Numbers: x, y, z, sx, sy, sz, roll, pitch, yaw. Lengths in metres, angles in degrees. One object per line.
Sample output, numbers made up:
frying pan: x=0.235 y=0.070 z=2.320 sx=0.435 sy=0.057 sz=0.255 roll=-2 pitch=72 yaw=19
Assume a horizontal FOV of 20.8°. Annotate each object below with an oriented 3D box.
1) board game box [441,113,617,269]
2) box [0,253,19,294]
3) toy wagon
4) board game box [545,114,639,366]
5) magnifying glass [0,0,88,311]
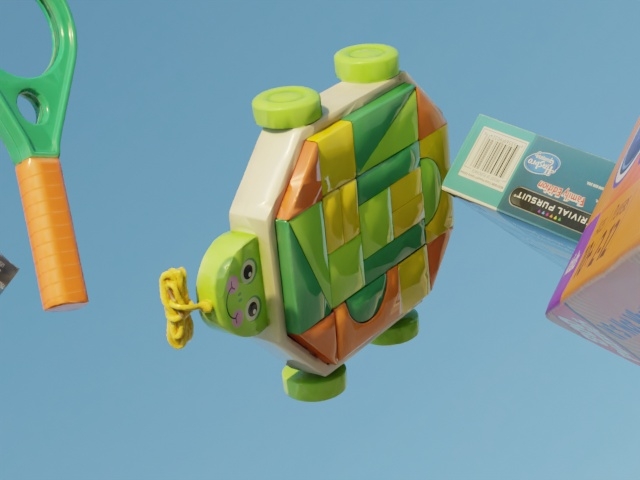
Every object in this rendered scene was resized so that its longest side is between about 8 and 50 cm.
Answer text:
board game box: x=0.302 y=0.022 z=1.525 sx=0.336 sy=0.254 sz=0.079 roll=31 pitch=-93 yaw=-42
box: x=-0.200 y=-0.027 z=0.734 sx=0.027 sy=0.137 sz=0.094 roll=-54 pitch=-25 yaw=-8
toy wagon: x=0.000 y=0.000 z=1.439 sx=0.344 sy=0.068 sz=0.267 roll=-34 pitch=-55 yaw=-48
board game box: x=0.342 y=-0.060 z=0.693 sx=0.356 sy=0.356 sz=0.356 roll=-63 pitch=-4 yaw=-6
magnifying glass: x=-0.177 y=-0.070 z=1.055 sx=0.026 sy=0.231 sz=0.092 roll=-25 pitch=-16 yaw=40
